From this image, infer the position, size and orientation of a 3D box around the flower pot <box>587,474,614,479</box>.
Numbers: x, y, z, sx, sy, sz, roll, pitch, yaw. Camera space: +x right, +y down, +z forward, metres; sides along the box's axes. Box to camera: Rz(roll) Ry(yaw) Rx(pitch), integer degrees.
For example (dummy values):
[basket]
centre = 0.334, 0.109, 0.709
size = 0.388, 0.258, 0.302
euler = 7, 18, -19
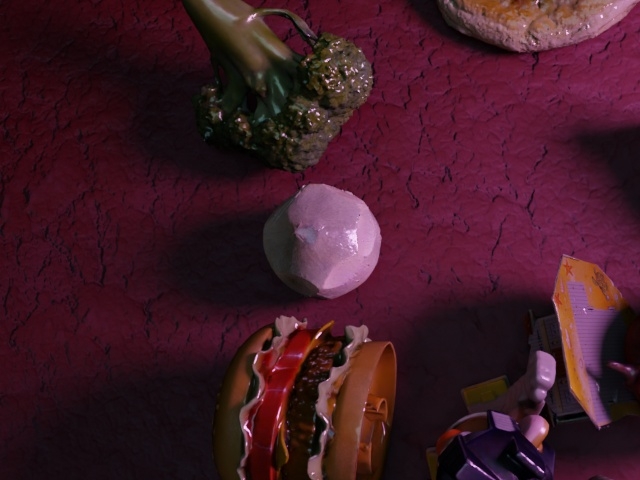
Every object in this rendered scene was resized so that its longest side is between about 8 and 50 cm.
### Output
[flower pot]
centre = 0.328, 0.468, 0.990
size = 0.294, 0.293, 0.330
euler = 35, 80, 17

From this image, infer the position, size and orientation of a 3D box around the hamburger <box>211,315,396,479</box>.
[hamburger]
centre = -0.027, 0.232, 1.116
size = 0.212, 0.274, 0.274
euler = 7, 79, 15

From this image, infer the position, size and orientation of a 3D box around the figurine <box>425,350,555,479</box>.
[figurine]
centre = 0.203, 0.270, 1.046
size = 0.143, 0.308, 0.308
euler = 12, 80, 4

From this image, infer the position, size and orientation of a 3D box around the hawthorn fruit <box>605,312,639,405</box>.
[hawthorn fruit]
centre = 0.460, 0.147, 1.056
size = 0.248, 0.208, 0.208
euler = -10, 75, -15

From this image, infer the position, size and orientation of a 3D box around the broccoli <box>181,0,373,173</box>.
[broccoli]
centre = -0.082, -0.238, 1.287
size = 0.302, 0.186, 0.254
euler = 39, 128, 17

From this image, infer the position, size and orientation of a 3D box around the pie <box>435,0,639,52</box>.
[pie]
centre = 0.322, -0.420, 1.286
size = 0.338, 0.075, 0.337
euler = -2, 78, 11

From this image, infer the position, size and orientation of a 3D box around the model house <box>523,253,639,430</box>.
[model house]
centre = 0.316, 0.142, 1.137
size = 0.136, 0.207, 0.219
euler = -24, 71, 44

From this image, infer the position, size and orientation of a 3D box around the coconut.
[coconut]
centre = 0.003, -0.001, 1.214
size = 0.161, 0.162, 0.161
euler = -2, 78, 11
